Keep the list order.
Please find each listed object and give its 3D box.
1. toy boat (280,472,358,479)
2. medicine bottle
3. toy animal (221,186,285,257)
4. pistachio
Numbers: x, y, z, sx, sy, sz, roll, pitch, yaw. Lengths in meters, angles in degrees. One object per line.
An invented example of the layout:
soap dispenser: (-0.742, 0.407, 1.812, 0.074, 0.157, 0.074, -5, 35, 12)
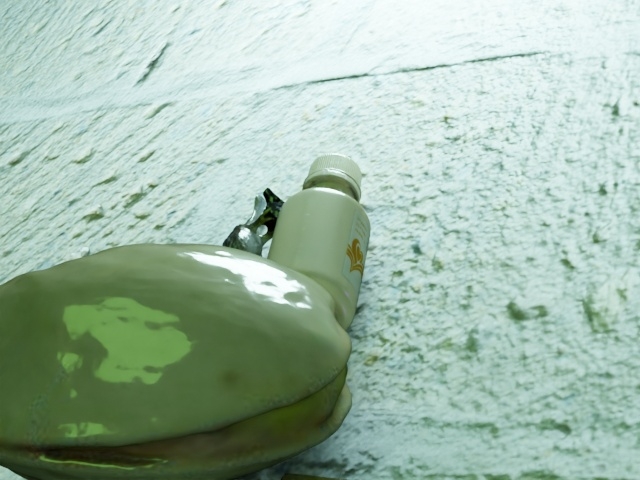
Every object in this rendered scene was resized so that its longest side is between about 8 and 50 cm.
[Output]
toy boat: (-0.018, 0.287, 1.716, 0.321, 0.089, 0.121, 2, 41, 43)
medicine bottle: (0.000, 0.000, 2.042, 0.114, 0.114, 0.252, -16, 38, 23)
toy animal: (-0.092, 0.014, 2.161, 0.105, 0.070, 0.202, -11, 40, 50)
pistachio: (-0.180, 0.141, 1.847, 0.445, 0.281, 0.365, -1, 22, 13)
